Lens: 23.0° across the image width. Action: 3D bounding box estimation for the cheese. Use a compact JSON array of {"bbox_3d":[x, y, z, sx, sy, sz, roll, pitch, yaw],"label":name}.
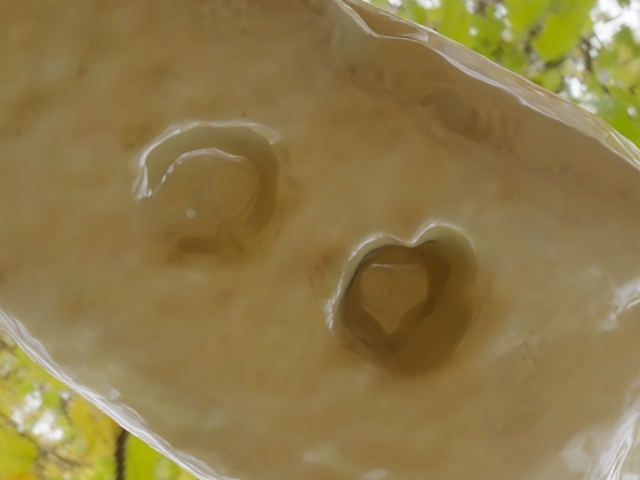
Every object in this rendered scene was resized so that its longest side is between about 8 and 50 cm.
[{"bbox_3d":[-0.001,0.002,0.519,0.248,0.251,0.173,30,-95,29],"label":"cheese"}]
